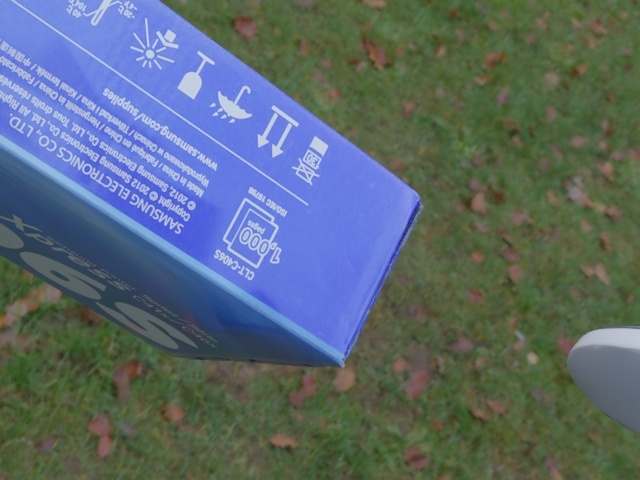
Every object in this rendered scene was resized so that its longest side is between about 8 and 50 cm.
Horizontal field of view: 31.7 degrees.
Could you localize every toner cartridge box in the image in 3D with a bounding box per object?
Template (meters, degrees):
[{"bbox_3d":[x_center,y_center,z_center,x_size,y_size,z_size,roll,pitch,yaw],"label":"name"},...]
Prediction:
[{"bbox_3d":[-0.146,-0.070,0.404,0.348,0.165,0.075,34,69,-22],"label":"toner cartridge box"}]

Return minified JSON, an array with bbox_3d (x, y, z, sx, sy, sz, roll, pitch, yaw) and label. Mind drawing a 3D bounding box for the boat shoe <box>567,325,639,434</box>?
[{"bbox_3d":[0.302,0.090,0.760,0.088,0.268,0.096,-47,125,-37],"label":"boat shoe"}]
